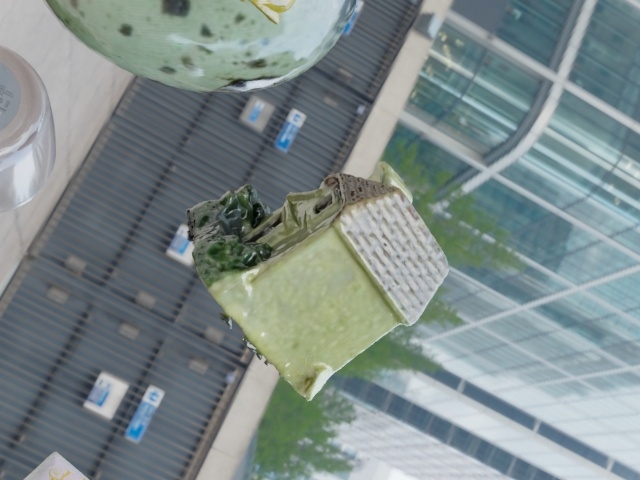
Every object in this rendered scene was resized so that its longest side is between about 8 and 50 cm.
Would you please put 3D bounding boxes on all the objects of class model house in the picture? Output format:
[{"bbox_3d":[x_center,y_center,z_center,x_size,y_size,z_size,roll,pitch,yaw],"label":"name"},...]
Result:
[{"bbox_3d":[0.000,0.000,1.140,0.266,0.261,0.321,-33,-158,10],"label":"model house"}]

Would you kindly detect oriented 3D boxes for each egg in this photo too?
[{"bbox_3d":[-0.140,-0.317,0.968,0.287,0.379,0.288,-43,-140,52],"label":"egg"}]

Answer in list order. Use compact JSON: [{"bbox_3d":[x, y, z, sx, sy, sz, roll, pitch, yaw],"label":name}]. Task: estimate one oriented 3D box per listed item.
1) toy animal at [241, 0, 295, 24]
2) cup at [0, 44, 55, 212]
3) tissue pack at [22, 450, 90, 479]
[{"bbox_3d":[-0.021,-0.277,0.741,0.159,0.070,0.083,-49,158,-1],"label":"toy animal"},{"bbox_3d":[-0.465,-0.176,1.108,0.191,0.253,0.200,-36,180,-22],"label":"cup"},{"bbox_3d":[-0.366,0.448,1.210,0.124,0.225,0.185,-54,176,30],"label":"tissue pack"}]
